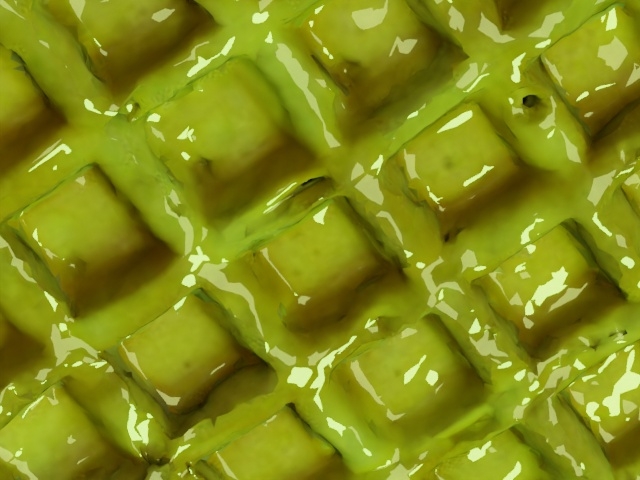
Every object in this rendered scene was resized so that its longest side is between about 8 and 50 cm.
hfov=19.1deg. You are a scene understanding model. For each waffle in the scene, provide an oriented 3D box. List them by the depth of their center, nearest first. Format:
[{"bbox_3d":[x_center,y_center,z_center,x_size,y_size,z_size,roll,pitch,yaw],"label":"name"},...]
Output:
[{"bbox_3d":[0.000,-0.001,0.511,0.307,0.060,0.312,-3,112,-7],"label":"waffle"}]
